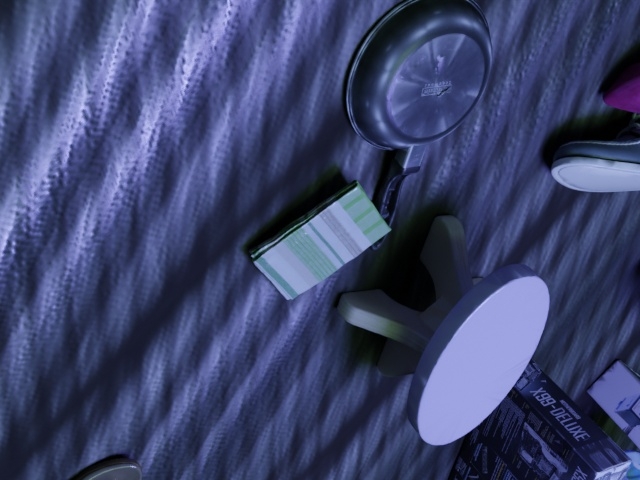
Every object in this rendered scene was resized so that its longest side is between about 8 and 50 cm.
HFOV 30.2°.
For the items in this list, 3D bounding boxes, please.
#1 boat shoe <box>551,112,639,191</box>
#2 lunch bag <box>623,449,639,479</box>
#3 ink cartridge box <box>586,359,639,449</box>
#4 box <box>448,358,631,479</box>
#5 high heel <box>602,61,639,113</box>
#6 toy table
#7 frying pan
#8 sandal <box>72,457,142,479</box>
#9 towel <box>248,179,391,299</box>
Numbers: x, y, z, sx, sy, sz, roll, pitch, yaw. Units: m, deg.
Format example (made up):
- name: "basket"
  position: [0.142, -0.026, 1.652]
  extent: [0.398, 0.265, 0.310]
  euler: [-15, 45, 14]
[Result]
- name: "boat shoe"
  position: [0.436, -0.121, 1.612]
  extent: [0.319, 0.116, 0.099]
  euler: [2, 80, -32]
- name: "lunch bag"
  position: [0.469, 0.433, 1.983]
  extent: [0.219, 0.090, 0.176]
  euler: [-24, 144, 23]
- name: "ink cartridge box"
  position: [0.554, 0.305, 1.979]
  extent: [0.082, 0.190, 0.140]
  euler: [-48, 139, 8]
- name: "box"
  position: [0.318, 0.370, 1.807]
  extent: [0.077, 0.242, 0.307]
  euler: [-9, 129, -33]
- name: "high heel"
  position: [0.471, -0.187, 1.594]
  extent: [0.117, 0.082, 0.244]
  euler: [-24, 164, 28]
- name: "toy table"
  position: [0.164, 0.110, 1.521]
  extent: [0.252, 0.161, 0.274]
  euler: [7, 120, -43]
- name: "frying pan"
  position: [0.087, -0.129, 1.343]
  extent: [0.197, 0.053, 0.326]
  euler: [13, 112, -43]
- name: "sandal"
  position: [-0.294, 0.323, 1.425]
  extent: [0.180, 0.049, 0.072]
  euler: [-22, 136, -22]
- name: "towel"
  position: [0.000, 0.000, 1.387]
  extent: [0.152, 0.023, 0.113]
  euler: [-35, 143, 3]
